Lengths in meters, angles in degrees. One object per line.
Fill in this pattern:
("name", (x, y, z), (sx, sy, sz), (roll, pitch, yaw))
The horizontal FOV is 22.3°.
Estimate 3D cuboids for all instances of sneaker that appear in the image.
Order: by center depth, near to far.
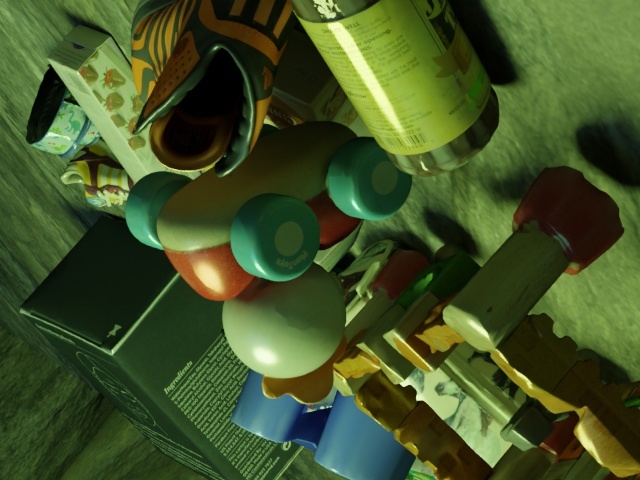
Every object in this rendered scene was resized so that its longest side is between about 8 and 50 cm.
("sneaker", (-0.116, -0.133, 1.399), (0.124, 0.180, 0.321), (24, 157, -11))
("sneaker", (-0.274, -0.071, 2.232), (0.185, 0.084, 0.069), (28, 159, 34))

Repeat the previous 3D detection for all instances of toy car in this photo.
("toy car", (-0.025, 0.032, 1.481), (0.219, 0.210, 0.238), (13, 128, 52))

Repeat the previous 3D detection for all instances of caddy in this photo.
("caddy", (0.031, 0.204, 2.119), (0.241, 0.179, 0.341), (23, 176, 15))

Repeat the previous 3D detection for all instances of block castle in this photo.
("block castle", (0.210, 0.112, 1.501), (0.303, 0.213, 0.453), (45, 160, -4))

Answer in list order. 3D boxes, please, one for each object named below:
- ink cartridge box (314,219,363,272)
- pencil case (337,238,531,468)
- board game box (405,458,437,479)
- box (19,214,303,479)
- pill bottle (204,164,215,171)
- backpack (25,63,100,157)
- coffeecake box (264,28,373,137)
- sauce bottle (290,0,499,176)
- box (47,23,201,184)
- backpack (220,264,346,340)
("ink cartridge box", (0.000, 0.000, 1.839), (0.052, 0.088, 0.122), (41, 162, 6))
("pencil case", (0.171, 0.180, 1.816), (0.410, 0.160, 0.183), (41, 177, -2))
("board game box", (0.226, 0.409, 2.420), (0.319, 0.066, 0.318), (47, 161, -21))
("box", (-0.223, 0.184, 2.542), (0.293, 0.212, 0.395), (18, 153, 50))
("pill bottle", (-0.120, -0.095, 1.925), (0.043, 0.043, 0.083), (29, 160, 30))
("backpack", (-0.314, -0.161, 2.043), (0.084, 0.114, 0.105), (25, 168, -24))
("coffeecake box", (-0.026, -0.131, 1.606), (0.142, 0.068, 0.185), (28, 160, 27))
("sauce bottle", (0.031, -0.196, 1.259), (0.111, 0.111, 0.344), (22, 156, 44))
("box", (-0.229, -0.134, 2.019), (0.067, 0.063, 0.324), (27, 158, 40))
("backpack", (-0.024, 0.065, 1.967), (0.173, 0.117, 0.158), (14, -158, -3))
